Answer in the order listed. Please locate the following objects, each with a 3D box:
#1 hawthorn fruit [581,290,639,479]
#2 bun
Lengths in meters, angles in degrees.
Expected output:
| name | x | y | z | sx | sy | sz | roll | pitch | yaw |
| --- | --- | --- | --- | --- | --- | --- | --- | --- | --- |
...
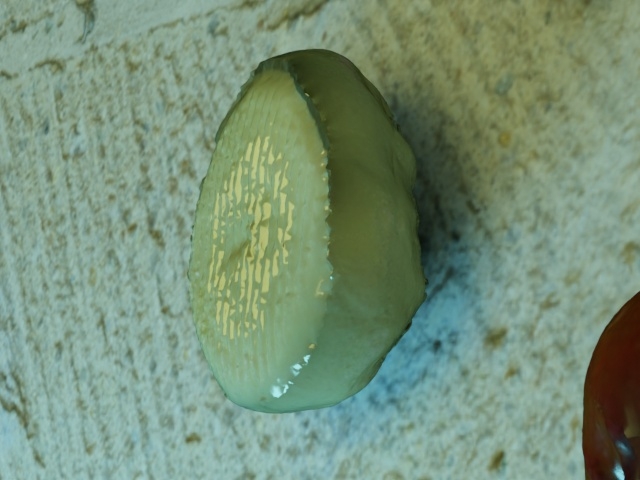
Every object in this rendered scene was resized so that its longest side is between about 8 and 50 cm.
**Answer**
| name | x | y | z | sx | sy | sz | roll | pitch | yaw |
| --- | --- | --- | --- | --- | --- | --- | --- | --- | --- |
| hawthorn fruit | 0.270 | 0.092 | 0.916 | 0.261 | 0.224 | 0.224 | -41 | 30 | -27 |
| bun | 0.000 | 0.000 | 1.307 | 0.287 | 0.146 | 0.287 | -33 | 52 | 57 |
